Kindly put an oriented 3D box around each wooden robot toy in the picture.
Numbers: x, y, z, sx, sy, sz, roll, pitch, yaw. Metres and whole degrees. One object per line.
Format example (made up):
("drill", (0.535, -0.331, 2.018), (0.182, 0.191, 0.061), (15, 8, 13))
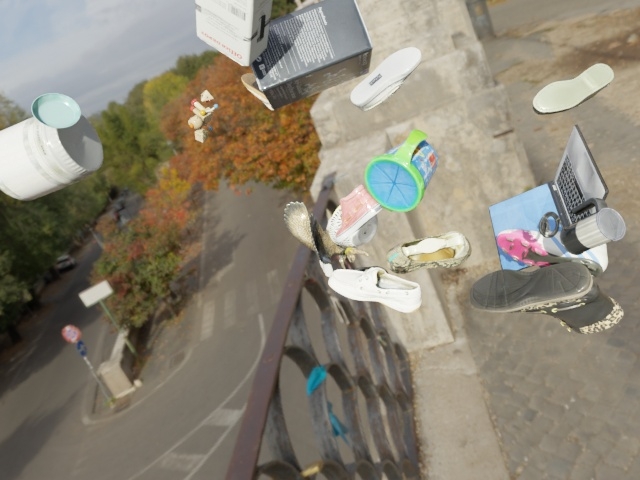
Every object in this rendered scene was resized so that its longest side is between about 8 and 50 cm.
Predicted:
("wooden robot toy", (-0.347, -0.338, 1.526), (0.079, 0.076, 0.173), (-53, -3, -37))

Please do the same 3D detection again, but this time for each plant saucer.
("plant saucer", (-0.713, -0.345, 1.473), (0.119, 0.119, 0.021), (-40, -7, -37))

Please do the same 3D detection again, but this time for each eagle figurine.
("eagle figurine", (0.001, -0.011, 2.083), (0.226, 0.298, 0.225), (-31, 50, 42))

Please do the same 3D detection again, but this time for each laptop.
("laptop", (0.787, -0.142, 1.947), (0.237, 0.407, 0.381), (3, 44, 3))

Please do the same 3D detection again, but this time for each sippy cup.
("sippy cup", (0.318, -0.260, 2.026), (0.306, 0.240, 0.224), (-22, 19, 51))

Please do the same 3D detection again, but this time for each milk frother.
("milk frother", (0.651, -0.034, 1.374), (0.143, 0.129, 0.135), (-13, -14, -21))

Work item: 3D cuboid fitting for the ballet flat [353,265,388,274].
("ballet flat", (0.192, 0.128, 2.116), (0.173, 0.057, 0.049), (5, -21, -32))

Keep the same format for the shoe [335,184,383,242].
("shoe", (0.074, -0.065, 1.327), (0.063, 0.081, 0.178), (-35, -4, -39))

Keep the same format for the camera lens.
("camera lens", (-0.827, -0.254, 1.631), (0.275, 0.219, 0.219), (-18, 20, 14))

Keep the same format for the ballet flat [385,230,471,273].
("ballet flat", (0.515, 0.039, 2.389), (0.483, 0.164, 0.182), (-10, -23, -27))

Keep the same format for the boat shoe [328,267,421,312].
("boat shoe", (0.155, 0.118, 1.549), (0.277, 0.096, 0.098), (13, 39, 19))

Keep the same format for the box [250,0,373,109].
("box", (-0.040, -0.649, 1.904), (0.396, 0.211, 0.293), (-21, 0, 4))

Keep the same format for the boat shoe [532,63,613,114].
("boat shoe", (0.647, -0.377, 1.415), (0.228, 0.081, 0.068), (-25, -15, -6))

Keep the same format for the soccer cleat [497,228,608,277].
("soccer cleat", (0.741, 0.019, 1.747), (0.331, 0.116, 0.143), (20, 57, 21))

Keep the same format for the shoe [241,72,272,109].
("shoe", (-0.240, -0.587, 2.152), (0.077, 0.058, 0.219), (-30, 57, -25))

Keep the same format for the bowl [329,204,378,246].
("bowl", (0.117, -0.042, 1.636), (0.170, 0.170, 0.080), (-32, 44, -20))

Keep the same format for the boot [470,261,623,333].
("boot", (0.678, 0.186, 1.644), (0.377, 0.284, 0.138), (-21, 49, 45))

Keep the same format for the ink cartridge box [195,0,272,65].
("ink cartridge box", (-0.251, -0.671, 1.571), (0.114, 0.197, 0.273), (-53, -7, -28))

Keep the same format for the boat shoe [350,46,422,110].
("boat shoe", (0.227, -0.524, 1.804), (0.268, 0.088, 0.096), (-39, 58, 16))
